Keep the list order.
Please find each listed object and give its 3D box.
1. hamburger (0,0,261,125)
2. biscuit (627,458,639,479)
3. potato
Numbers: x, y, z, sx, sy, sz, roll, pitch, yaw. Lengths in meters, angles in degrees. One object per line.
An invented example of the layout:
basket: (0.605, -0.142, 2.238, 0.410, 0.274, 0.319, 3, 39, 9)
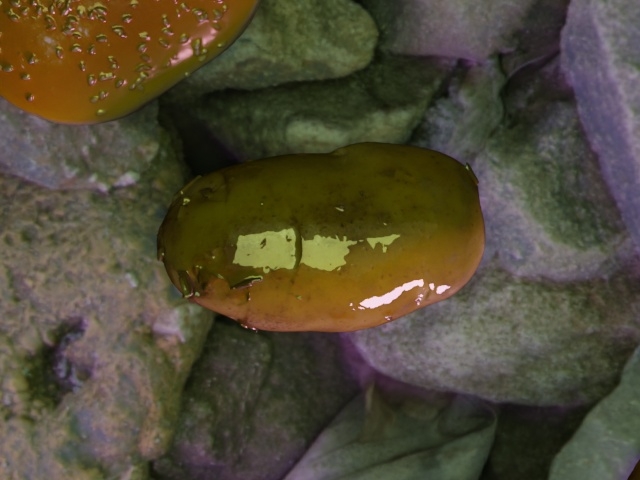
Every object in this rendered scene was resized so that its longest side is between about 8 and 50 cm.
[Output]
hamburger: (-0.190, -0.237, 1.706, 0.295, 0.151, 0.227, -37, 96, 4)
biscuit: (0.413, 0.224, 1.779, 0.208, 0.047, 0.164, 32, 96, -2)
potato: (0.000, 0.000, 1.726, 0.300, 0.140, 0.173, -6, 89, -3)
